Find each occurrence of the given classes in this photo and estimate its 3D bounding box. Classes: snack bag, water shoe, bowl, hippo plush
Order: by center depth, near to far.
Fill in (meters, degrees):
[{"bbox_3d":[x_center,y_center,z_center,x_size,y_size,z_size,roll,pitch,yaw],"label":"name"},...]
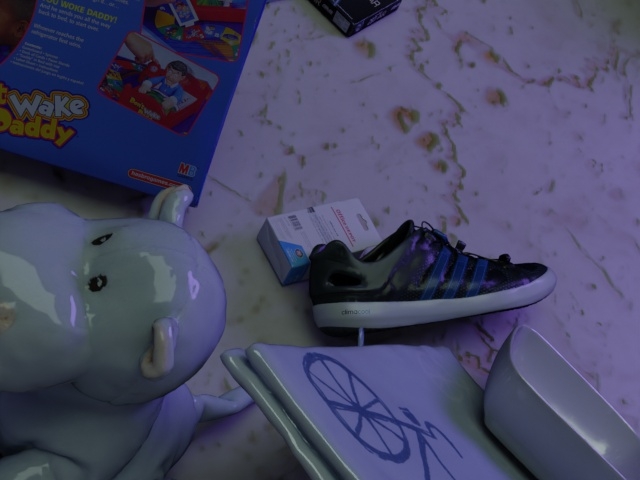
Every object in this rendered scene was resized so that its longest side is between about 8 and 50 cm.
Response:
[{"bbox_3d":[-0.146,0.104,1.089,0.294,0.236,0.234,11,52,-13],"label":"hippo plush"},{"bbox_3d":[0.109,0.187,1.156,0.323,0.037,0.342,50,17,18],"label":"snack bag"},{"bbox_3d":[0.172,0.135,1.277,0.142,0.053,0.142,44,16,0],"label":"bowl"},{"bbox_3d":[0.088,0.021,1.334,0.203,0.073,0.080,-8,88,-25],"label":"water shoe"}]

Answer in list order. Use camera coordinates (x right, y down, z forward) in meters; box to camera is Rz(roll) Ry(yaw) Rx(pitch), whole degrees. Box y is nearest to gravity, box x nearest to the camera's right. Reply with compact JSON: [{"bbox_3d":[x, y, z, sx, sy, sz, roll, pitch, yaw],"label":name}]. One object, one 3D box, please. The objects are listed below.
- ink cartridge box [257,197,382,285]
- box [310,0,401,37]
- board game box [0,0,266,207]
[{"bbox_3d":[0.000,0.000,1.358,0.083,0.028,0.048,-14,62,-29],"label":"ink cartridge box"},{"bbox_3d":[0.020,-0.221,1.535,0.067,0.018,0.083,-33,72,-36],"label":"box"},{"bbox_3d":[-0.218,-0.186,1.272,0.347,0.233,0.078,17,25,-10],"label":"board game box"}]
